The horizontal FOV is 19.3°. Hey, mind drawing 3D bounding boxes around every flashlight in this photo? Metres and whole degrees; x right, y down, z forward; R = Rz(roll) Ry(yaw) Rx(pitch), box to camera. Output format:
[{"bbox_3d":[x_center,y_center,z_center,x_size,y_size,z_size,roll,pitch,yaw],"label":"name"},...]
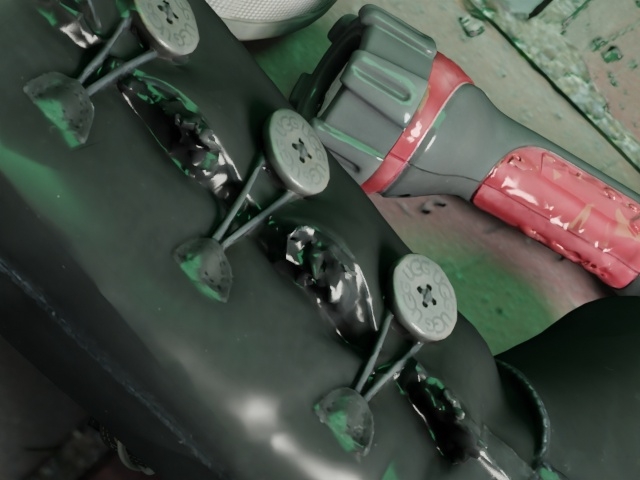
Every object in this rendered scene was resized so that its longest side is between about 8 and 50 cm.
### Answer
[{"bbox_3d":[0.126,-0.021,1.092,0.304,0.103,0.103,30,74,-14],"label":"flashlight"}]

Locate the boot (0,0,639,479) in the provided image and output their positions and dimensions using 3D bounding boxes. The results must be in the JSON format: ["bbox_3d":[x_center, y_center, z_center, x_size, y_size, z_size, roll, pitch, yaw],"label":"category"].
[{"bbox_3d":[0.000,0.001,0.881,0.445,0.146,0.367,44,27,-9],"label":"boot"}]

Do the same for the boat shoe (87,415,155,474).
[{"bbox_3d":[-0.072,0.081,0.917,0.079,0.084,0.233,-31,85,-5],"label":"boat shoe"}]

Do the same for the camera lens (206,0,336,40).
[{"bbox_3d":[-0.028,-0.260,1.030,0.219,0.274,0.219,18,51,-23],"label":"camera lens"}]
